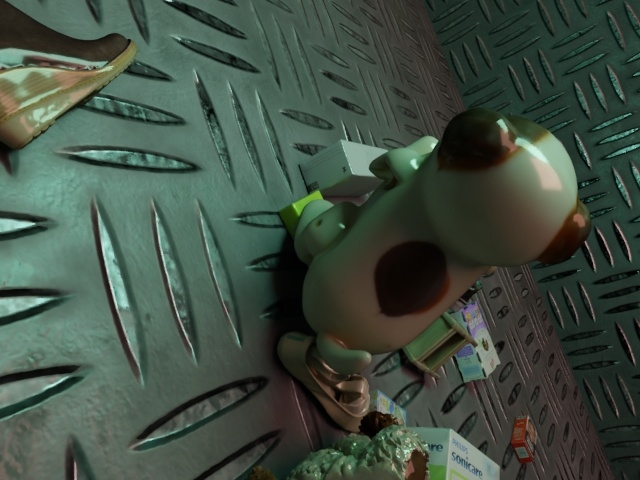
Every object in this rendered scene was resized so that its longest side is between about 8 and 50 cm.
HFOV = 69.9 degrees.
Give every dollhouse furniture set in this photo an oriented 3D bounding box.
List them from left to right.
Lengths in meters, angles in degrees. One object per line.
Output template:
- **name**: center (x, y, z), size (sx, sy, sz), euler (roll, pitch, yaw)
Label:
- **dollhouse furniture set**: center (0.249, 0.203, 1.085), size (0.129, 0.129, 0.183), euler (40, 11, -37)

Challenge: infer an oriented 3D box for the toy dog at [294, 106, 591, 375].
- **toy dog**: center (0.154, -0.020, 0.672), size (0.284, 0.408, 0.395), euler (50, 35, -3)

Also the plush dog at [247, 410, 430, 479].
- **plush dog**: center (0.037, 0.354, 0.628), size (0.225, 0.211, 0.262), euler (31, 73, -63)

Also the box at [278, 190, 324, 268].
- **box**: center (0.000, 0.000, 0.888), size (0.178, 0.043, 0.109), euler (62, 33, -6)

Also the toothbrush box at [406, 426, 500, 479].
- **toothbrush box**: center (0.197, 0.485, 0.756), size (0.206, 0.122, 0.283), euler (44, 46, -32)

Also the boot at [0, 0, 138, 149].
- **boot**: center (-0.336, -0.238, 0.500), size (0.206, 0.090, 0.248), euler (51, 38, -26)

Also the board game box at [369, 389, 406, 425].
- **board game box**: center (0.119, 0.369, 0.840), size (0.103, 0.026, 0.154), euler (45, 38, -30)

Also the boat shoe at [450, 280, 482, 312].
- **boat shoe**: center (0.299, 0.077, 1.060), size (0.121, 0.119, 0.335), euler (50, 9, 28)

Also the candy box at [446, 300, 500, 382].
- **candy box**: center (0.432, 0.286, 1.315), size (0.165, 0.070, 0.196), euler (-2, 71, -57)

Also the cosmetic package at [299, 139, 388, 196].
- **cosmetic package**: center (0.070, -0.155, 1.024), size (0.231, 0.117, 0.085), euler (-5, 74, -58)

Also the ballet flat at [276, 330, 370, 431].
- **ballet flat**: center (0.028, 0.233, 0.743), size (0.248, 0.086, 0.086), euler (48, 36, -27)

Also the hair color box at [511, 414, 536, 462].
- **hair color box**: center (0.635, 0.616, 1.427), size (0.141, 0.043, 0.071), euler (-29, 93, -59)
